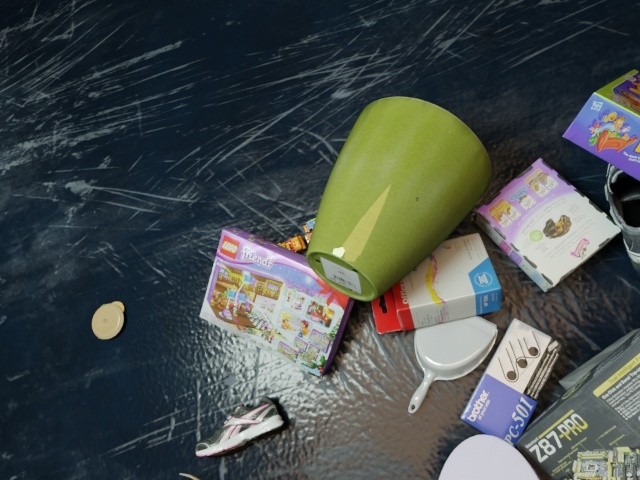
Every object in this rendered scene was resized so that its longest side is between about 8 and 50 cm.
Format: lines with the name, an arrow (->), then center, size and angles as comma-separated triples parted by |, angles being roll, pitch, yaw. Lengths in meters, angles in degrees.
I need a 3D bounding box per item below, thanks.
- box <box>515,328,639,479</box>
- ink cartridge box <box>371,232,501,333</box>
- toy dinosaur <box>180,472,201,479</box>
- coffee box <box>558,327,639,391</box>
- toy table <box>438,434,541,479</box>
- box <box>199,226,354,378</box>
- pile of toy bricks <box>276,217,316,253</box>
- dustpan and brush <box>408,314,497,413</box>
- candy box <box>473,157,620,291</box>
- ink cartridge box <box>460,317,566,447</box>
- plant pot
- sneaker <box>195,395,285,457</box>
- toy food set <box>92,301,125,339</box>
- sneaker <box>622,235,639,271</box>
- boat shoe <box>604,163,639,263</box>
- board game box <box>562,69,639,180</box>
box -> 0.504, 0.267, 0.588 | 0.318, 0.097, 0.394 | 44, 124, 25
ink cartridge box -> 0.204, 0.083, 0.882 | 0.231, 0.078, 0.134 | -14, 48, 8
toy dinosaur -> -0.182, 0.494, 0.860 | 0.053, 0.092, 0.183 | -36, 70, 0
coffee box -> 0.560, 0.304, 0.734 | 0.168, 0.119, 0.297 | -35, 69, 2
toy table -> 0.275, 0.452, 0.694 | 0.252, 0.161, 0.274 | -5, 56, 37
box -> -0.087, 0.118, 0.931 | 0.294, 0.057, 0.200 | 23, 106, 18
pile of toy bricks -> 0.000, 0.000, 0.959 | 0.212, 0.105, 0.118 | -26, 70, 4
dustpan and brush -> 0.218, 0.225, 0.873 | 0.147, 0.060, 0.211 | 26, 72, 33
candy box -> 0.425, -0.029, 0.890 | 0.165, 0.070, 0.196 | -39, 69, -1
ink cartridge box -> 0.345, 0.254, 0.837 | 0.097, 0.046, 0.207 | 29, 82, 20
plant pot -> 0.111, -0.048, 0.822 | 0.275, 0.274, 0.293 | 26, 65, 18
sneaker -> -0.159, 0.365, 0.916 | 0.178, 0.072, 0.077 | -22, 58, -3
toy food set -> -0.482, 0.183, 1.060 | 0.083, 0.020, 0.083 | -16, 71, 8
sneaker -> 0.633, 0.080, 0.789 | 0.131, 0.112, 0.296 | -10, 73, 9
boat shoe -> 0.545, -0.096, 0.805 | 0.108, 0.102, 0.301 | -19, 34, 43
board game box -> 0.579, -0.180, 0.782 | 0.233, 0.078, 0.347 | 40, 42, 20
